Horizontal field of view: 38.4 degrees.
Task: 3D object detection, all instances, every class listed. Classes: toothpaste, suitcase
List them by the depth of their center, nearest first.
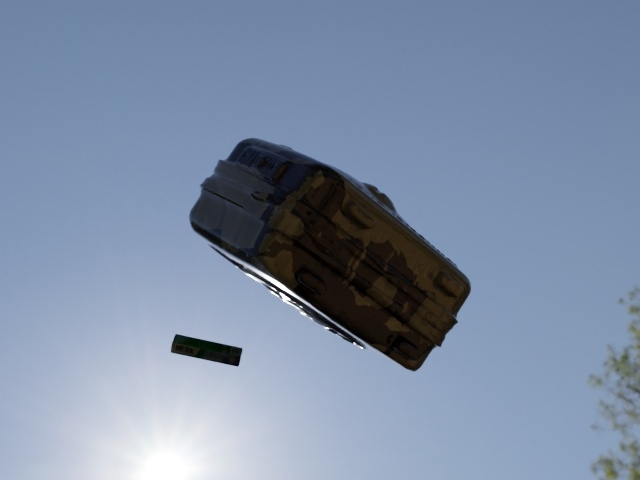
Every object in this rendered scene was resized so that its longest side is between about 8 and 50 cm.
[{"bbox_3d":[-0.135,0.131,1.094,0.083,0.020,0.017,12,-61,-2],"label":"toothpaste"},{"bbox_3d":[0.000,0.000,1.249,0.351,0.339,0.194,37,-96,-35],"label":"suitcase"}]
